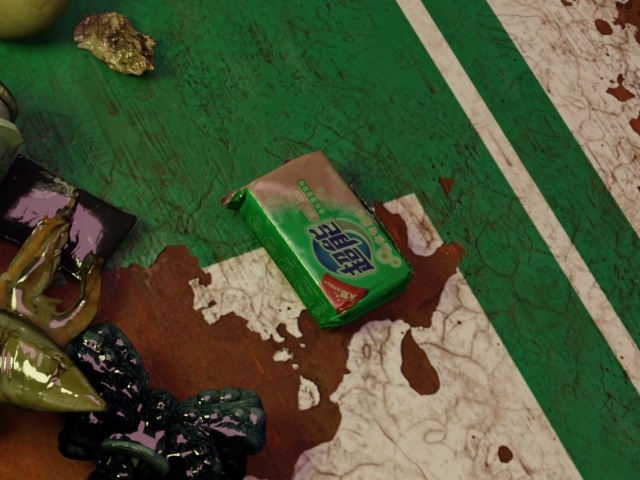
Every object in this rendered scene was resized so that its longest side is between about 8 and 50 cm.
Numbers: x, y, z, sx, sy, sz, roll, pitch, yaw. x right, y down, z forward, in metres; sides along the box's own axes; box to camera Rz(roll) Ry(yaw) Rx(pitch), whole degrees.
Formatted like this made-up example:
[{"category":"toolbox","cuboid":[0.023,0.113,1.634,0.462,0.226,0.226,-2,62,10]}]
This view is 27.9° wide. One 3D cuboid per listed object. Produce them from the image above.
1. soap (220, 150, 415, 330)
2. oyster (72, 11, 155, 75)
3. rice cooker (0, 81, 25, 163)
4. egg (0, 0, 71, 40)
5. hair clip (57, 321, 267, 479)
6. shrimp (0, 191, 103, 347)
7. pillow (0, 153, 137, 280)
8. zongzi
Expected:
[{"category":"soap","cuboid":[0.000,0.001,2.046,0.218,0.098,0.273,-29,73,-23]},{"category":"oyster","cuboid":[-0.326,-0.328,2.138,0.166,0.053,0.108,41,47,13]},{"category":"rice cooker","cuboid":[-0.572,-0.134,1.818,0.317,0.264,0.316,-5,63,10]},{"category":"egg","cuboid":[-0.522,-0.445,2.035,0.295,0.218,0.218,37,56,18]},{"category":"hair clip","cuboid":[-0.235,0.257,1.775,0.310,0.194,0.206,25,51,-3]},{"category":"shrimp","cuboid":[-0.380,0.056,1.872,0.145,0.059,0.254,32,74,1]},{"category":"pillow","cuboid":[-0.399,-0.032,1.946,0.208,0.055,0.141,30,64,-2]},{"category":"zongzi","cuboid":[-0.374,0.172,1.697,0.274,0.251,0.125,19,85,8]}]
